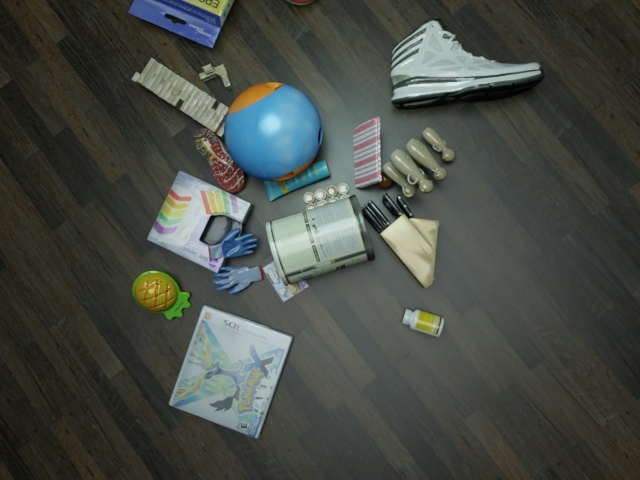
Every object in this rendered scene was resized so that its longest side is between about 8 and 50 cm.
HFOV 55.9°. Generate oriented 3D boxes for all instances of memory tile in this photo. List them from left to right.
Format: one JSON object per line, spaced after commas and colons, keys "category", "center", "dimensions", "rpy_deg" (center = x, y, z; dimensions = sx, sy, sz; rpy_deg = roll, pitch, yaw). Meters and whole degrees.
{"category": "memory tile", "center": [0.026, -0.112, 1.879], "dimensions": [0.148, 0.012, 0.113], "rpy_deg": [-14, 85, 5]}

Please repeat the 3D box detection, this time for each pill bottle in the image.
{"category": "pill bottle", "center": [0.305, 0.244, 1.804], "dimensions": [0.116, 0.065, 0.065], "rpy_deg": [17, 88, 6]}

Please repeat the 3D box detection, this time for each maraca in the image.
{"category": "maraca", "center": [-0.493, 0.170, 1.872], "dimensions": [0.186, 0.099, 0.127], "rpy_deg": [38, 93, -19]}

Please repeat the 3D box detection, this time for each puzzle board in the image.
{"category": "puzzle board", "center": [-0.110, 0.114, 1.878], "dimensions": [0.096, 0.011, 0.128], "rpy_deg": [-33, 84, 2]}

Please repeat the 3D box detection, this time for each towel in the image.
{"category": "towel", "center": [0.145, -0.261, 1.819], "dimensions": [0.029, 0.144, 0.196], "rpy_deg": [0, 87, -24]}

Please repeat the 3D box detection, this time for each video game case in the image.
{"category": "video game case", "center": [-0.276, 0.403, 1.863], "dimensions": [0.300, 0.036, 0.328], "rpy_deg": [19, 89, 6]}

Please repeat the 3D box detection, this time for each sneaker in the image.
{"category": "sneaker", "center": [-0.308, -0.253, 1.887], "dimensions": [0.088, 0.092, 0.225], "rpy_deg": [-29, 101, 3]}
{"category": "sneaker", "center": [0.425, -0.550, 1.790], "dimensions": [0.448, 0.169, 0.257], "rpy_deg": [-5, 88, 8]}

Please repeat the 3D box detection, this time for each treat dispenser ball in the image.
{"category": "treat dispenser ball", "center": [-0.138, -0.316, 1.769], "dimensions": [0.288, 0.288, 0.288], "rpy_deg": [0, 86, 5]}

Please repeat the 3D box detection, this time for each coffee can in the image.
{"category": "coffee can", "center": [0.000, 0.000, 1.773], "dimensions": [0.276, 0.201, 0.201], "rpy_deg": [-17, 85, 2]}

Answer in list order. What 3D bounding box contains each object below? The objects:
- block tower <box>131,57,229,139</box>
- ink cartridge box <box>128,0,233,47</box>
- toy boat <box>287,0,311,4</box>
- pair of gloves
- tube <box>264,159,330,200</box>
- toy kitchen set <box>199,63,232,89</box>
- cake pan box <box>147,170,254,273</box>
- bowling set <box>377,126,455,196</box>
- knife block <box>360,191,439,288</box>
{"category": "block tower", "center": [-0.423, -0.448, 1.904], "dimensions": [0.336, 0.091, 0.097], "rpy_deg": [32, 89, 6]}
{"category": "ink cartridge box", "center": [-0.413, -0.804, 1.883], "dimensions": [0.304, 0.072, 0.307], "rpy_deg": [24, 85, 4]}
{"category": "toy boat", "center": [-0.043, -0.849, 1.862], "dimensions": [0.151, 0.151, 0.231], "rpy_deg": [37, 90, 7]}
{"category": "pair of gloves", "center": [-0.260, 0.063, 1.844], "dimensions": [0.159, 0.023, 0.198], "rpy_deg": [-15, 106, -18]}
{"category": "tube", "center": [-0.073, -0.194, 1.880], "dimensions": [0.207, 0.052, 0.080], "rpy_deg": [-19, 74, 10]}
{"category": "toy kitchen set", "center": [-0.336, -0.512, 1.910], "dimensions": [0.083, 0.068, 0.075], "rpy_deg": [-21, 85, 4]}
{"category": "cake pan box", "center": [-0.369, -0.055, 1.886], "dimensions": [0.267, 0.070, 0.245], "rpy_deg": [27, 91, 5]}
{"category": "bowling set", "center": [0.278, -0.198, 1.803], "dimensions": [0.154, 0.287, 0.200], "rpy_deg": [47, 136, 5]}
{"category": "knife block", "center": [0.228, -0.003, 1.816], "dimensions": [0.242, 0.088, 0.275], "rpy_deg": [5, 87, 7]}
